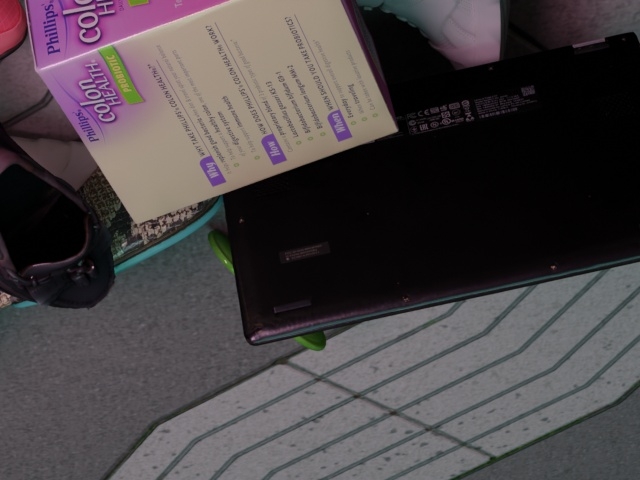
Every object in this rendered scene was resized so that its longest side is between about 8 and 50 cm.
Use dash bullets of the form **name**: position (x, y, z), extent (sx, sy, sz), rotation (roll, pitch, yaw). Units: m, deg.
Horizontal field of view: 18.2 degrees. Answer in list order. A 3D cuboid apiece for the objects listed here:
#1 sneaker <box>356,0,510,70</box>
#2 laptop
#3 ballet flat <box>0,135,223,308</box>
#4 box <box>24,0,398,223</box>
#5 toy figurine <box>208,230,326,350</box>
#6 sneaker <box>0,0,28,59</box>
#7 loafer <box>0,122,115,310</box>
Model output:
- **sneaker**: position (0.082, -0.229, 1.771), extent (0.169, 0.108, 0.292), rotation (3, 155, 11)
- **laptop**: position (0.116, -0.026, 1.782), extent (0.381, 0.408, 0.236), rotation (-13, 135, 1)
- **ballet flat**: position (-0.330, 0.005, 1.892), extent (0.482, 0.164, 0.182), rotation (-28, 115, 19)
- **box**: position (-0.086, -0.153, 1.626), extent (0.243, 0.117, 0.213), rotation (-20, 142, 7)
- **toy figurine**: position (0.000, 0.000, 2.033), extent (0.159, 0.130, 0.173), rotation (-42, 111, 12)
- **sneaker**: position (-0.351, -0.234, 1.595), extent (0.313, 0.116, 0.136), rotation (21, 129, -37)
- **loafer**: position (-0.240, -0.009, 1.658), extent (0.109, 0.095, 0.302), rotation (-50, 148, -10)
